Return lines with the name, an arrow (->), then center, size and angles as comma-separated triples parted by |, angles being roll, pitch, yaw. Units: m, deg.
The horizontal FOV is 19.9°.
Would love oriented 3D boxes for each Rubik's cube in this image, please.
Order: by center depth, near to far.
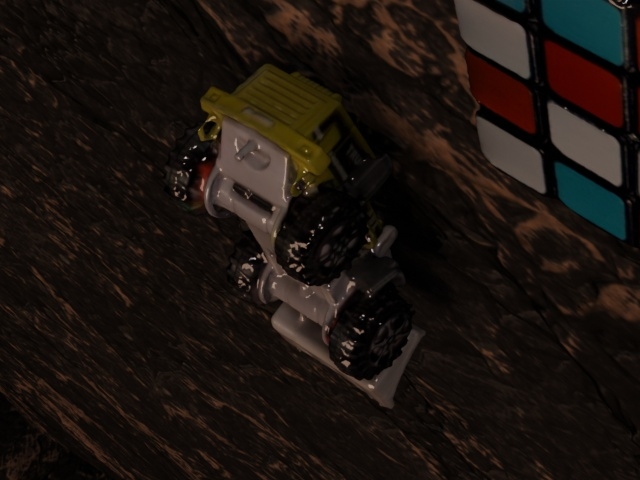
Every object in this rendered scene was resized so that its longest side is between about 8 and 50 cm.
Rubik's cube -> 0.150, -0.086, 0.623 | 0.151, 0.154, 0.155 | 32, 160, 27

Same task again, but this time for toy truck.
toy truck -> 0.000, 0.000, 1.196 | 0.136, 0.111, 0.286 | 33, 162, 31
